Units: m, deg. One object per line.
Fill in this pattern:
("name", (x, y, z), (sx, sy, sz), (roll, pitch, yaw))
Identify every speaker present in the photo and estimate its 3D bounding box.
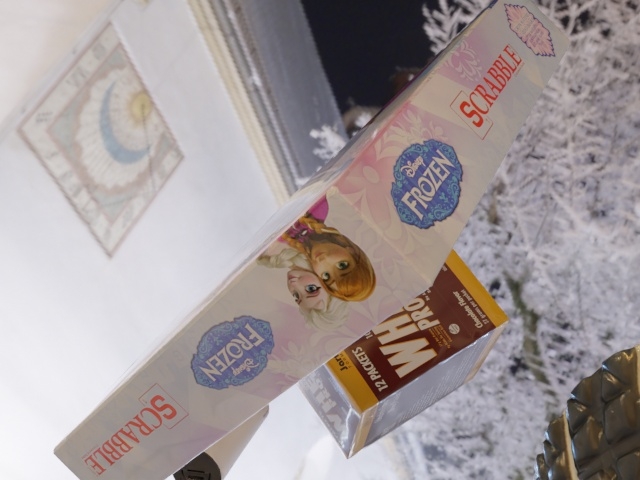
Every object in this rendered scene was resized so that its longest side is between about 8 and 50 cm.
("speaker", (-0.100, 0.200, 0.911), (0.055, 0.136, 0.055), (6, -69, 16))

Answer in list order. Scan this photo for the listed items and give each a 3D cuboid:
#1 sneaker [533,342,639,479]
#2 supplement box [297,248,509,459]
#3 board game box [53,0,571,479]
("sneaker", (0.208, 0.068, 0.293), (0.283, 0.110, 0.122), (-31, -37, 32))
("supplement box", (0.081, 0.124, 1.021), (0.129, 0.194, 0.191), (54, -19, 22))
("board game box", (0.000, 0.000, 0.599), (0.066, 0.318, 0.318), (44, -51, -5))
